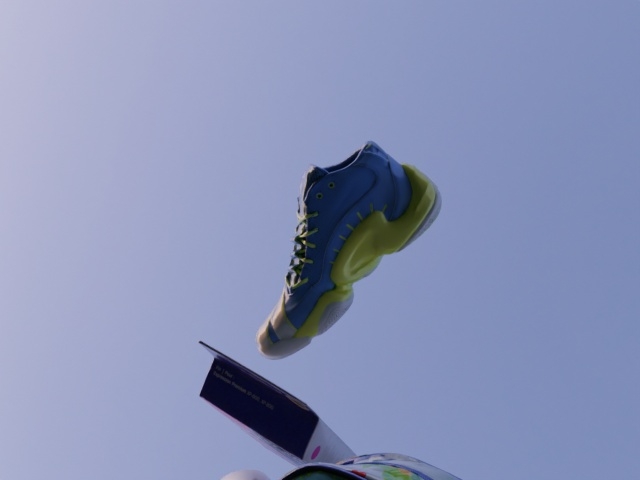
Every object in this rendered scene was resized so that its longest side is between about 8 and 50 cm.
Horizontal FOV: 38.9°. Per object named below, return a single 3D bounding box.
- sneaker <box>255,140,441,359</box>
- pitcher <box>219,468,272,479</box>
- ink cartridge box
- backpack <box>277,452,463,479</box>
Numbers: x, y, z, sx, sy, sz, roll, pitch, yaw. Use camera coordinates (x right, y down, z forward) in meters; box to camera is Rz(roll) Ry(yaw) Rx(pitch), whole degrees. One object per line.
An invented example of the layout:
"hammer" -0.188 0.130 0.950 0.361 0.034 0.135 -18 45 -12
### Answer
"sneaker" 0.000 0.000 0.891 0.240 0.091 0.126 -45 -80 -5
"pitcher" -0.100 0.479 1.405 0.125 0.178 0.207 -17 -132 3
"ink cartridge box" -0.051 0.259 1.256 0.175 0.371 0.069 26 -108 26
"backpack" 0.016 0.321 0.597 0.290 0.273 0.355 16 -129 43
